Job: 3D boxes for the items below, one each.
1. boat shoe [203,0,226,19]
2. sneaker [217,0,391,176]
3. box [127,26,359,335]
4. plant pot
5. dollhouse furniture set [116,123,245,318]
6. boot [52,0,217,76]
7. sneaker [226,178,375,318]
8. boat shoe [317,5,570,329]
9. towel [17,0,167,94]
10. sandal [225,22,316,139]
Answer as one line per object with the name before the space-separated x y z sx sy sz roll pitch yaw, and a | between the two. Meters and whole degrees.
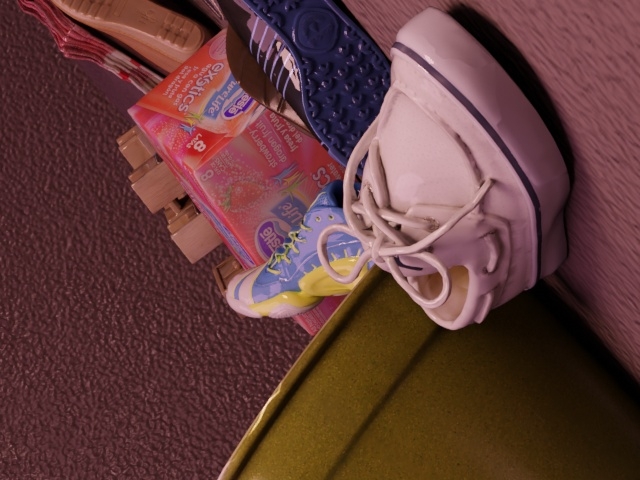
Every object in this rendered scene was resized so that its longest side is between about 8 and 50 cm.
boat shoe | -0.153 -0.271 1.729 0.206 0.065 0.075 47 173 20
sneaker | -0.010 -0.153 1.428 0.232 0.081 0.090 57 175 -9
box | -0.053 -0.058 1.932 0.154 0.142 0.300 42 170 44
plant pot | 0.140 0.220 1.529 0.353 0.366 0.366 37 171 10
dollhouse furniture set | -0.105 -0.057 2.148 0.242 0.161 0.212 53 -178 -20
boot | -0.214 -0.245 2.040 0.248 0.090 0.207 34 173 9
sneaker | 0.000 0.000 1.812 0.126 0.240 0.091 70 -154 -19
boat shoe | 0.073 -0.021 1.250 0.136 0.156 0.367 47 173 20
towel | -0.197 -0.189 2.126 0.329 0.037 0.237 31 -173 -30
sandal | 0.003 -0.132 1.506 0.219 0.090 0.060 38 -169 27
